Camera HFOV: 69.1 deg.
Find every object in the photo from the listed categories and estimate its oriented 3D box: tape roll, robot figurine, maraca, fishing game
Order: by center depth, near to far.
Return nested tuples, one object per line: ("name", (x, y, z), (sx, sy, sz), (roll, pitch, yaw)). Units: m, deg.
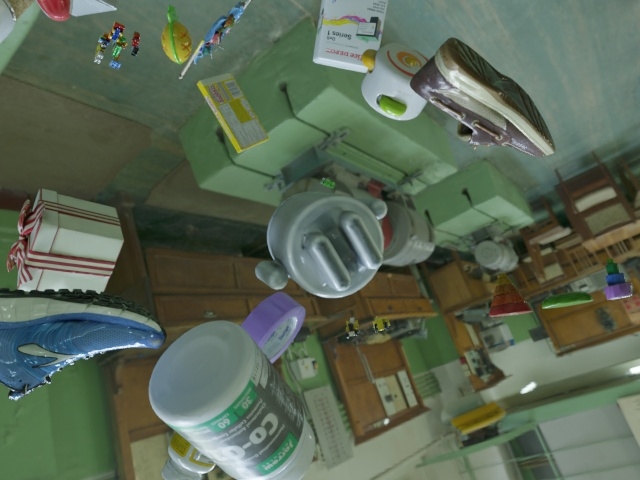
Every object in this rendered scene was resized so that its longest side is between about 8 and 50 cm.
("robot figurine", (0.000, 0.000, 0.969), (0.300, 0.199, 0.353), (-30, -165, -10))
("fishing game", (-0.236, -0.492, 1.113), (0.041, 0.264, 0.189), (40, 135, -18))
("tape roll", (-0.172, 0.311, 1.579), (0.275, 0.090, 0.274), (-45, 157, -25))
("maraca", (-0.498, -0.706, 1.602), (0.099, 0.185, 0.127), (-4, -159, -3))

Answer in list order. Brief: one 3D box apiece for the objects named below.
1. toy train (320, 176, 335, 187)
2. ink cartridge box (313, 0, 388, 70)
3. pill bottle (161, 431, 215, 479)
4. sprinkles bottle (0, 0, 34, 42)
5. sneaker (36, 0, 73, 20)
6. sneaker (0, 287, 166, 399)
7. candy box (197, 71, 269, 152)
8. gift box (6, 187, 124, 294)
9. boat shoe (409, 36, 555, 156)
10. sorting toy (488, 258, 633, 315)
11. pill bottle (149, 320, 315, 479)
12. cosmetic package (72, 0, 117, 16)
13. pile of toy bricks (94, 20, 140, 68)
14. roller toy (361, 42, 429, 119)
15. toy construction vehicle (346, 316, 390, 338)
("toy train", (0.024, -0.186, 1.495), (0.083, 0.017, 0.023), (9, 104, -64))
("ink cartridge box", (0.100, -0.714, 1.523), (0.202, 0.278, 0.117), (7, -165, -11))
("pill bottle", (-0.435, 0.718, 1.704), (0.188, 0.333, 0.188), (27, 169, 6))
("sprinkles bottle", (-0.521, -0.497, 0.807), (0.121, 0.355, 0.121), (14, 153, 7))
("sneaker", (-0.590, -0.580, 0.966), (0.087, 0.221, 0.128), (-17, -155, -12))
("sneaker", (-0.402, 0.150, 0.692), (0.330, 0.147, 0.130), (7, -179, -30))
("candy box", (-0.228, -0.338, 1.225), (0.105, 0.205, 0.027), (-34, -174, -38))
("gift box", (-0.749, 0.010, 1.366), (0.258, 0.276, 0.255), (15, 107, -36))
("boat shoe", (0.312, -0.241, 0.884), (0.342, 0.123, 0.123), (20, 142, -32))
("sorting toy", (0.643, 0.125, 1.289), (0.366, 0.126, 0.127), (-16, 162, 28))
("pill bottle", (-0.151, 0.339, 0.914), (0.204, 0.204, 0.361), (-21, 129, 7))
("cosmetic package", (-0.763, -0.791, 1.470), (0.238, 0.107, 0.127), (8, -177, 34))
("pile of toy bricks", (-0.705, -0.701, 1.621), (0.118, 0.105, 0.212), (13, 156, -39))
("roller toy", (0.224, -0.451, 1.302), (0.191, 0.209, 0.146), (-16, 153, -32))
("toy construction vehicle", (0.092, 0.162, 0.903), (0.086, 0.035, 0.098), (-16, 172, 12))
